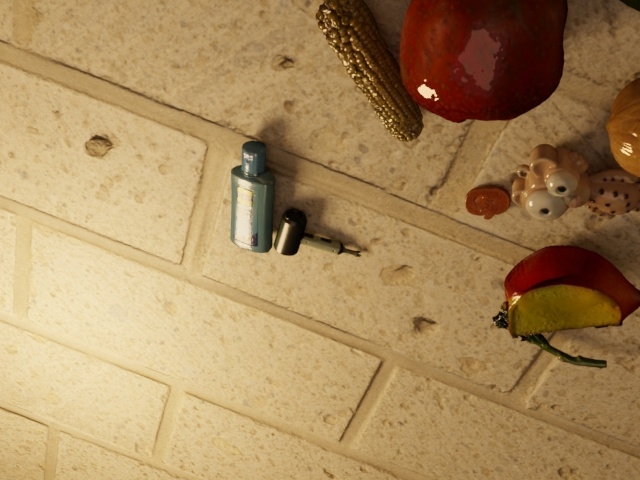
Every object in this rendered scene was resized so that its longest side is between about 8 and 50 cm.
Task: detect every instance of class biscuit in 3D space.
[{"bbox_3d":[0.341,-0.077,1.512,0.091,0.015,0.078,0,127,16],"label":"biscuit"}]

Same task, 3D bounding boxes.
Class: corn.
[{"bbox_3d":[0.094,-0.319,1.356,0.097,0.097,0.320,-21,119,28],"label":"corn"}]

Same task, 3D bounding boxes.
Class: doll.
[{"bbox_3d":[0.504,-0.100,1.387,0.278,0.119,0.154,7,139,8],"label":"doll"}]

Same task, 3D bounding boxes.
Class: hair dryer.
[{"bbox_3d":[0.000,0.000,1.652,0.197,0.057,0.100,16,129,-7],"label":"hair dryer"}]

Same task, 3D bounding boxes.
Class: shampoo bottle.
[{"bbox_3d":[-0.148,-0.094,1.607,0.103,0.061,0.258,20,129,18],"label":"shampoo bottle"}]

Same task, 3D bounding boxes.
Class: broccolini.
[{"bbox_3d":[0.522,0.202,1.638,0.271,0.062,0.123,27,143,2],"label":"broccolini"}]

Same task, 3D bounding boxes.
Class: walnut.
[{"bbox_3d":[0.600,-0.189,1.245,0.225,0.193,0.193,-4,124,16],"label":"walnut"}]

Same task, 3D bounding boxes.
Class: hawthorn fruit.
[{"bbox_3d":[0.265,-0.327,1.195,0.275,0.275,0.300,16,137,4],"label":"hawthorn fruit"}]

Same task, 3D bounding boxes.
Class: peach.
[{"bbox_3d":[0.501,0.087,1.495,0.267,0.159,0.154,-10,133,24],"label":"peach"}]

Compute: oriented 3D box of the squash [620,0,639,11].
[{"bbox_3d":[0.483,-0.425,1.182,0.258,0.069,0.069,30,128,-7],"label":"squash"}]
